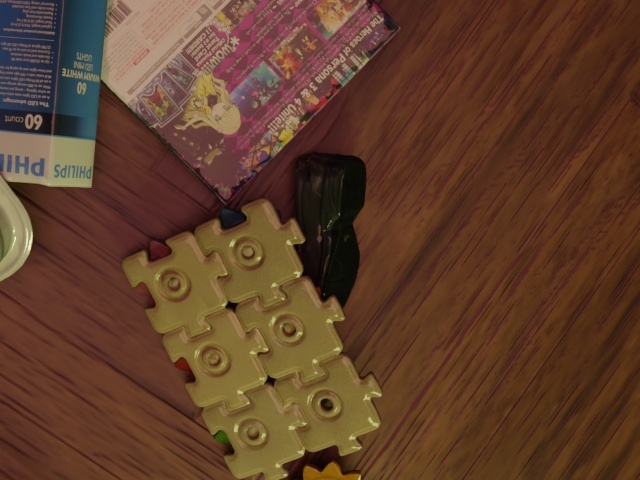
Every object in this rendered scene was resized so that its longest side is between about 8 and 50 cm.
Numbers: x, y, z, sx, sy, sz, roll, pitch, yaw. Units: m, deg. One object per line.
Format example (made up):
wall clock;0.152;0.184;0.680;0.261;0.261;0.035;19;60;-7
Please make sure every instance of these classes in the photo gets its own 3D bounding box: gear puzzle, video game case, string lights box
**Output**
gear puzzle;-0.034;0.128;1.184;0.175;0.044;0.339;-23;100;18
video game case;-0.080;-0.186;1.166;0.210;0.042;0.232;44;88;-8
string lights box;-0.260;-0.181;1.099;0.133;0.076;0.260;7;94;19

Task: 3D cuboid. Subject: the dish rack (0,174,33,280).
dish rack;-0.434;-0.045;1.042;0.285;0.072;0.333;-27;111;16

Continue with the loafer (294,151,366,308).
loafer;0.000;0.000;1.193;0.061;0.062;0.170;14;102;30
